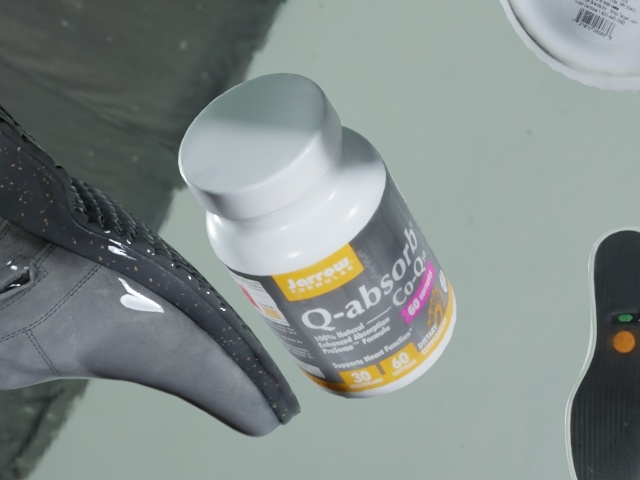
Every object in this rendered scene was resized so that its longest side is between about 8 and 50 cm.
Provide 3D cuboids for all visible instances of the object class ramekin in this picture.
[{"bbox_3d":[0.210,-0.192,0.865,0.207,0.109,0.207,8,107,25],"label":"ramekin"}]

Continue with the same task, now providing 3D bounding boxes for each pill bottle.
[{"bbox_3d":[0.000,0.000,1.137,0.162,0.278,0.162,-16,45,17],"label":"pill bottle"}]

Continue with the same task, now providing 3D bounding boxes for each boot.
[{"bbox_3d":[0.286,0.126,1.162,0.088,0.176,0.244,2,75,30],"label":"boot"},{"bbox_3d":[-0.183,0.065,0.733,0.222,0.338,0.118,-49,32,-2],"label":"boot"}]
